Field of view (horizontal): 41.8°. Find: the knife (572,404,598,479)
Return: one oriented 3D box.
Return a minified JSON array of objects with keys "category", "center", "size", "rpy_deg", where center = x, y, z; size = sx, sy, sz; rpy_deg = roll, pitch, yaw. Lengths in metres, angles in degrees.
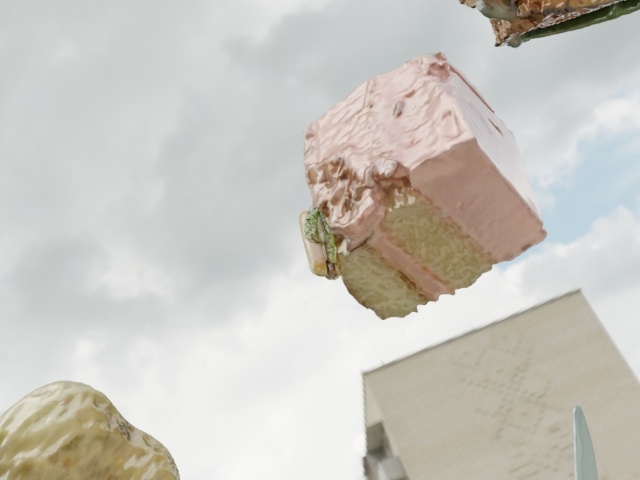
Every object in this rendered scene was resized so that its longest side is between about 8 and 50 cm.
[{"category":"knife","center":[0.330,0.338,1.035],"size":[0.063,0.260,0.034],"rpy_deg":[21,-23,-33]}]

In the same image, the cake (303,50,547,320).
[{"category":"cake","center":[0.151,-0.088,1.330],"size":[0.306,0.314,0.293],"rpy_deg":[-30,-49,21]}]

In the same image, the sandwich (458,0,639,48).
[{"category":"sandwich","center":[0.251,-0.279,0.880],"size":[0.212,0.109,0.292],"rpy_deg":[-10,5,-1]}]

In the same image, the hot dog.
[{"category":"hot dog","center":[0.000,0.000,1.174],"size":[0.056,0.133,0.041],"rpy_deg":[17,-48,-38]}]

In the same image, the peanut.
[{"category":"peanut","center":[-0.247,0.265,0.866],"size":[0.197,0.233,0.110],"rpy_deg":[-53,6,-2]}]
